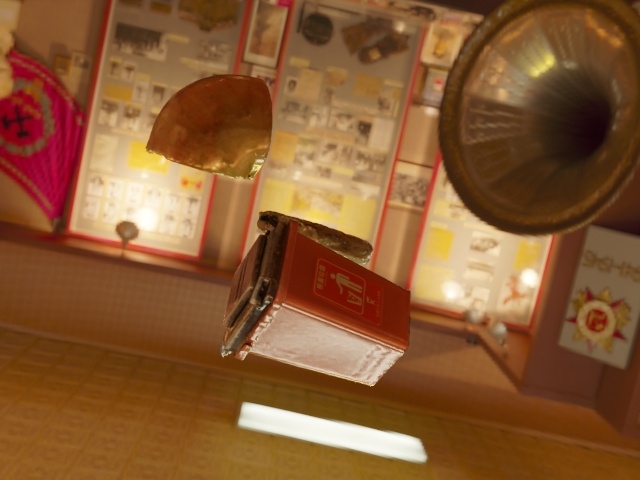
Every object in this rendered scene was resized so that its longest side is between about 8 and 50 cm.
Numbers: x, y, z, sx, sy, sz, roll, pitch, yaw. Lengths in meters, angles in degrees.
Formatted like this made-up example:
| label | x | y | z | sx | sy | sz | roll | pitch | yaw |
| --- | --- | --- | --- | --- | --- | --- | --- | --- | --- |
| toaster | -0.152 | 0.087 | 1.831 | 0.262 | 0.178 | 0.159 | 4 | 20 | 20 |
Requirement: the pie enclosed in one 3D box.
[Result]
| label | x | y | z | sx | sy | sz | roll | pitch | yaw |
| --- | --- | --- | --- | --- | --- | --- | --- | --- | --- |
| pie | 0.001 | -0.003 | 1.517 | 0.185 | 0.052 | 0.218 | 13 | -175 | -43 |

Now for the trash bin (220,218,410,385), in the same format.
| label | x | y | z | sx | sy | sz | roll | pitch | yaw |
| --- | --- | --- | --- | --- | --- | --- | --- | --- | --- |
| trash bin | -0.008 | 0.105 | 1.192 | 0.239 | 0.184 | 0.161 | 24 | -137 | -15 |

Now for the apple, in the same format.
| label | x | y | z | sx | sy | sz | roll | pitch | yaw |
| --- | --- | --- | --- | --- | --- | --- | --- | --- | --- |
| apple | -0.239 | -0.248 | 1.986 | 0.314 | 0.252 | 0.309 | -34 | -165 | -10 |
